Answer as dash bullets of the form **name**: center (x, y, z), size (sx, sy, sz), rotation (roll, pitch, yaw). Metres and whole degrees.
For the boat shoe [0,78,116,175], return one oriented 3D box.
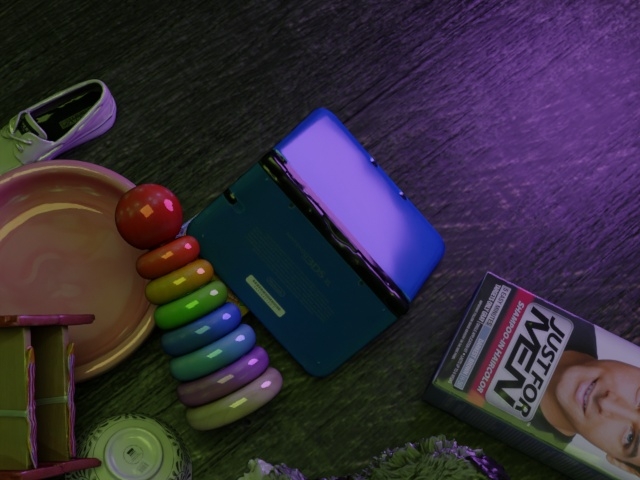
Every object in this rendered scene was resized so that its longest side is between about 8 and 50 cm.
- **boat shoe**: center (-0.427, -0.154, 1.511), size (0.268, 0.088, 0.096), rotation (-29, 74, -13)

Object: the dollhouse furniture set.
- **dollhouse furniture set**: center (-0.481, 0.198, 1.299), size (0.374, 0.152, 0.201), rotation (-4, 84, 23)

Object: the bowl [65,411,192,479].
- **bowl**: center (-0.250, 0.294, 1.335), size (0.170, 0.080, 0.170), rotation (6, 60, -11)

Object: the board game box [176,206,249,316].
- **board game box**: center (-0.139, 0.031, 1.443), size (0.154, 0.026, 0.103), rotation (52, 49, -3)

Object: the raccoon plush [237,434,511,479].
- **raccoon plush**: center (0.151, 0.360, 1.336), size (0.446, 0.299, 0.216), rotation (19, 83, 38)

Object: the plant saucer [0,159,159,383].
- **plant saucer**: center (-0.373, 0.050, 1.440), size (0.332, 0.084, 0.332), rotation (1, 70, -2)

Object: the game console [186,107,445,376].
- **game console**: center (0.000, 0.000, 1.456), size (0.250, 0.173, 0.293), rotation (-40, 96, 13)

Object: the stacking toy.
- **stacking toy**: center (-0.181, 0.081, 1.350), size (0.141, 0.141, 0.330), rotation (-27, 95, -12)

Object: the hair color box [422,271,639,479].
- **hair color box**: center (0.351, 0.217, 1.393), size (0.375, 0.113, 0.185), rotation (27, 70, 7)
